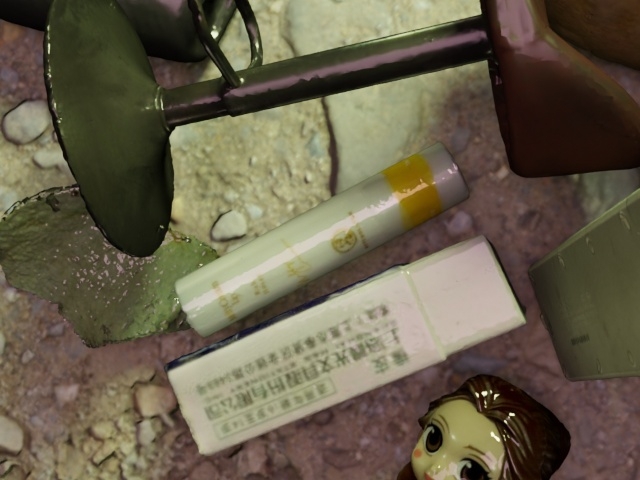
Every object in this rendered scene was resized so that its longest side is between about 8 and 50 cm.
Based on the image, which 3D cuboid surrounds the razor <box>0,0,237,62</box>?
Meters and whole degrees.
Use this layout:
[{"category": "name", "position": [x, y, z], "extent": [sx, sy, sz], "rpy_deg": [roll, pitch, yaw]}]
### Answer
[{"category": "razor", "position": [-0.235, -0.295, 0.841], "extent": [0.349, 0.113, 0.204], "rpy_deg": [17, 91, 15]}]

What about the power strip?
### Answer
[{"category": "power strip", "position": [0.205, 0.037, 0.591], "extent": [0.043, 0.367, 0.106], "rpy_deg": [-18, 80, -1]}]

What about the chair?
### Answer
[{"category": "chair", "position": [0.025, -0.128, 0.673], "extent": [0.400, 0.226, 0.227], "rpy_deg": [-9, 86, 11]}]

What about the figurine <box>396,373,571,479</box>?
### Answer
[{"category": "figurine", "position": [0.070, 0.247, 0.715], "extent": [0.168, 0.187, 0.315], "rpy_deg": [32, 95, -19]}]

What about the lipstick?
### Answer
[{"category": "lipstick", "position": [0.000, 0.000, 0.773], "extent": [0.264, 0.059, 0.059], "rpy_deg": [-27, 81, 1]}]

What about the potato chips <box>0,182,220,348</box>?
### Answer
[{"category": "potato chips", "position": [-0.203, 0.031, 0.852], "extent": [0.228, 0.059, 0.167], "rpy_deg": [32, 102, 9]}]

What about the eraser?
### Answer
[{"category": "eraser", "position": [0.025, 0.084, 0.752], "extent": [0.287, 0.130, 0.086], "rpy_deg": [-24, 84, 12]}]

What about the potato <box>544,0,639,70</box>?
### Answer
[{"category": "potato", "position": [0.299, -0.203, 0.649], "extent": [0.189, 0.211, 0.264], "rpy_deg": [-46, 79, 0]}]
